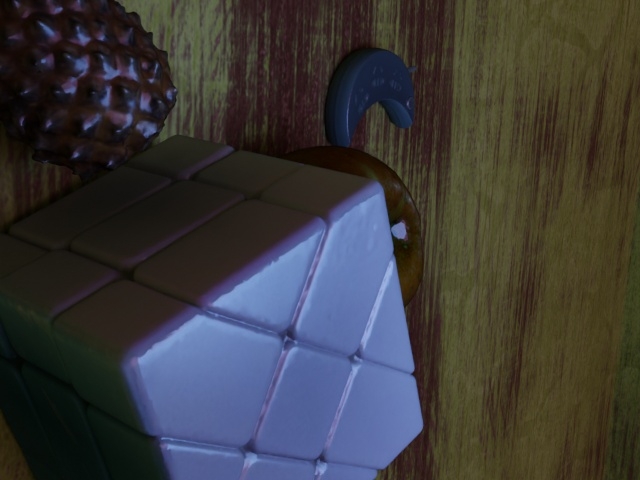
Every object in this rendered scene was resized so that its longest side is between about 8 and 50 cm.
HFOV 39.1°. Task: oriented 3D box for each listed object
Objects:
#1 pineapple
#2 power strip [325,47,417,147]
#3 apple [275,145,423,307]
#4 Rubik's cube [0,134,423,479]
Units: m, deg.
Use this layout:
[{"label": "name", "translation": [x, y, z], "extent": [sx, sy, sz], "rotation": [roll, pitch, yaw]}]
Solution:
[{"label": "pineapple", "translation": [-0.282, -0.211, 0.777], "extent": [0.361, 0.175, 0.175], "rotation": [49, 59, -30]}, {"label": "power strip", "translation": [0.084, -0.221, 1.349], "extent": [0.216, 0.044, 0.137], "rotation": [-26, 119, -47]}, {"label": "apple", "translation": [0.000, 0.000, 1.150], "extent": [0.246, 0.226, 0.246], "rotation": [2, 88, -53]}, {"label": "Rubik's cube", "translation": [-0.124, 0.114, 0.906], "extent": [0.318, 0.315, 0.322], "rotation": [-36, 128, -36]}]
